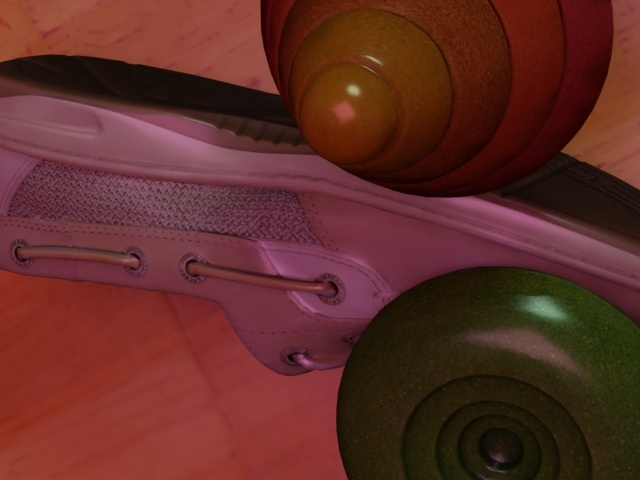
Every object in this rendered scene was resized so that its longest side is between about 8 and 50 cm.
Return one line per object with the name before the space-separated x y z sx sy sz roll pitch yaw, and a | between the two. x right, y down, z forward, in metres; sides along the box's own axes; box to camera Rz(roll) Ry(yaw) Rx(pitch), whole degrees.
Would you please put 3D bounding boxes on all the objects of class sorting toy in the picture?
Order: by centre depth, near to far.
sorting toy | 0.047 0.064 0.516 0.127 0.126 0.366 -6 107 19

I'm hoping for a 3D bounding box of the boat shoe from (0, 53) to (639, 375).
boat shoe | 0.000 0.000 0.633 0.302 0.109 0.098 13 105 14
